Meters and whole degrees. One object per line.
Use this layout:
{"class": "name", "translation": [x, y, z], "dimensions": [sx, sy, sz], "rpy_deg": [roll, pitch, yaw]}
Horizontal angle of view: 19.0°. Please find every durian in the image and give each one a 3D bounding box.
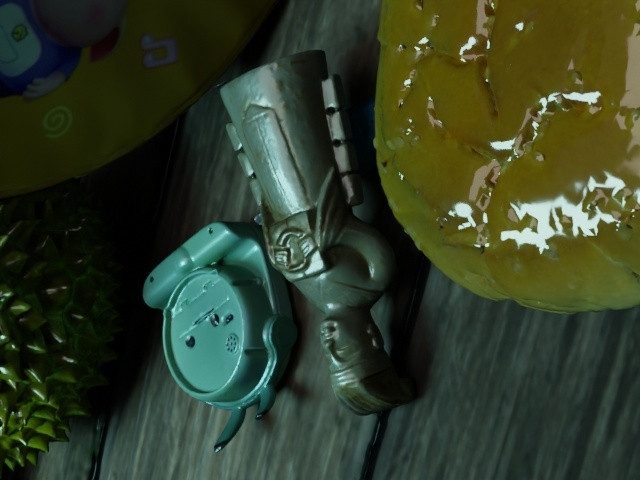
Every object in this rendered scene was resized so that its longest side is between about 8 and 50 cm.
{"class": "durian", "translation": [-0.229, 0.047, 1.298], "dimensions": [0.200, 0.176, 0.237], "rpy_deg": [46, 125, 27]}

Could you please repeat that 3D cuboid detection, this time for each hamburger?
{"class": "hamburger", "translation": [0.127, -0.076, 0.928], "dimensions": [0.244, 0.163, 0.244], "rpy_deg": [5, 98, 42]}

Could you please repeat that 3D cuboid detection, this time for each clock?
{"class": "clock", "translation": [-0.059, 0.062, 1.213], "dimensions": [0.101, 0.041, 0.135], "rpy_deg": [-39, 60, 38]}

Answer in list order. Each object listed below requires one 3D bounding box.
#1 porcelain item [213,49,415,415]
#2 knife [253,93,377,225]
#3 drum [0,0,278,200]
{"class": "porcelain item", "translation": [0.000, 0.000, 1.122], "dimensions": [0.084, 0.054, 0.213], "rpy_deg": [-21, 83, 43]}
{"class": "knife", "translation": [0.059, -0.077, 1.112], "dimensions": [0.296, 0.026, 0.044], "rpy_deg": [-25, 72, 40]}
{"class": "drum", "translation": [-0.215, -0.243, 1.131], "dimensions": [0.214, 0.431, 0.431], "rpy_deg": [39, 115, 40]}
